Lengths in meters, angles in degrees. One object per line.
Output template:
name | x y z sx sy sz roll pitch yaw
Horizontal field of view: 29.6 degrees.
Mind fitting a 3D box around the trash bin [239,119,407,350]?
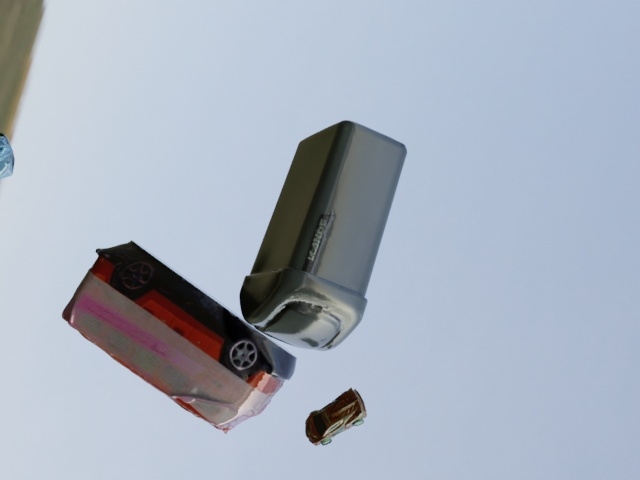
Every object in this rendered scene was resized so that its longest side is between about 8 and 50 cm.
trash bin | 0.000 0.000 1.315 0.177 0.101 0.236 -14 -125 71

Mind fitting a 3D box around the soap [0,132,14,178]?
soap | -0.632 -0.133 2.094 0.293 0.156 0.077 10 -63 60

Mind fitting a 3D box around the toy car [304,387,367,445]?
toy car | 0.021 0.288 1.965 0.122 0.035 0.059 -33 -117 19

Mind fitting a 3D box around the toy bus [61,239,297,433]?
toy bus | -0.187 0.127 1.613 0.147 0.303 0.127 -54 179 2
